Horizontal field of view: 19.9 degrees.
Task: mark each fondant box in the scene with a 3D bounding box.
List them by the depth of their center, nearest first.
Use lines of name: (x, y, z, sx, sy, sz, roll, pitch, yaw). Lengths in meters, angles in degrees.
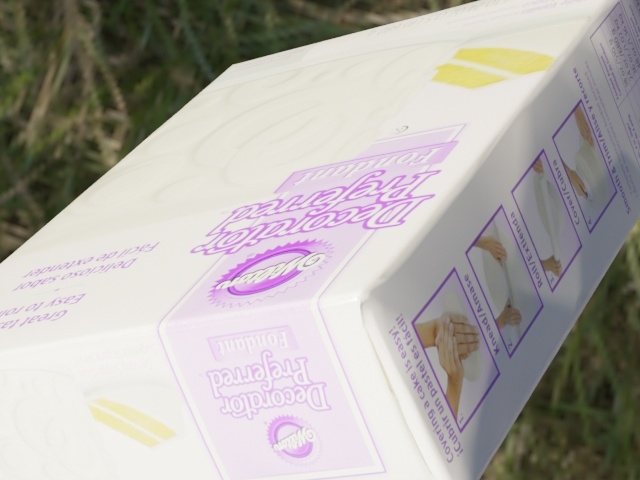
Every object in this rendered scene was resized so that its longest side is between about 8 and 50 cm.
fondant box: (0.000, 0.000, 0.802, 0.238, 0.330, 0.096, -11, 113, 32)
